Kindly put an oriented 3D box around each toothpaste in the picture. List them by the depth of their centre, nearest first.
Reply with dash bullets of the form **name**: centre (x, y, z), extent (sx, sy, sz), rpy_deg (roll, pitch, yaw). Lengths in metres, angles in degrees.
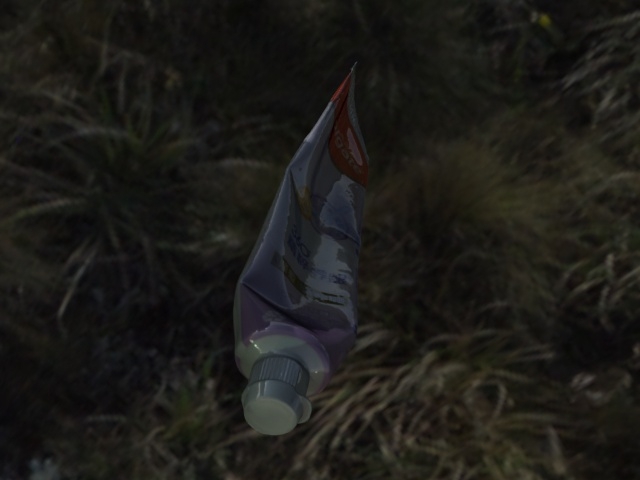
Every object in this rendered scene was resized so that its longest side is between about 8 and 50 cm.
- **toothpaste**: centre (0.000, 0.000, 0.774), extent (0.075, 0.048, 0.301), rpy_deg (52, 29, -24)
